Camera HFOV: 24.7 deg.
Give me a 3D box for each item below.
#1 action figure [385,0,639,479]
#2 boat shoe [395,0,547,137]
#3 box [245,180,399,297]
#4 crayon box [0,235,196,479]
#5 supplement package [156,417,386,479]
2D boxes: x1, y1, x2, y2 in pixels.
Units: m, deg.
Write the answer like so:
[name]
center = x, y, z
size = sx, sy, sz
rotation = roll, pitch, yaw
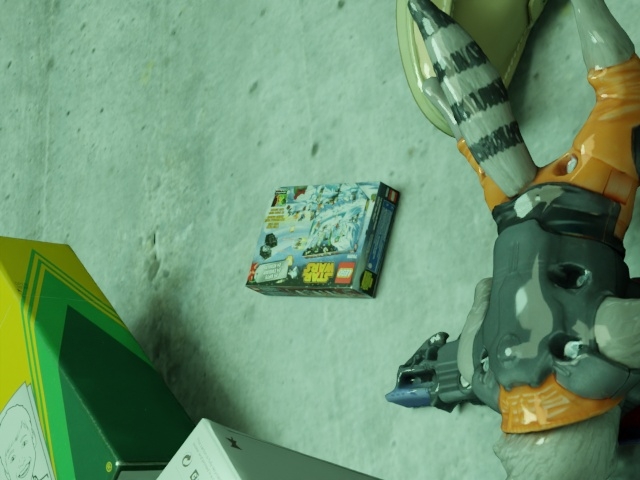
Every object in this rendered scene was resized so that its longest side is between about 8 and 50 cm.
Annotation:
[action figure]
center = 0.119, 0.019, 0.953
size = 0.341, 0.178, 0.330
rotation = -26, 63, 43
[boat shoe]
center = 0.138, -0.223, 1.131
size = 0.098, 0.109, 0.302
rotation = -12, 56, 46
[box]
center = 0.000, 0.000, 1.223
size = 0.137, 0.027, 0.094
rotation = 0, 69, 48
[crayon box]
center = -0.261, 0.229, 1.252
size = 0.313, 0.106, 0.363
rotation = 47, 119, 42
[supplement package]
center = 0.023, 0.251, 0.877
size = 0.145, 0.262, 0.204
rotation = -54, 41, 14
